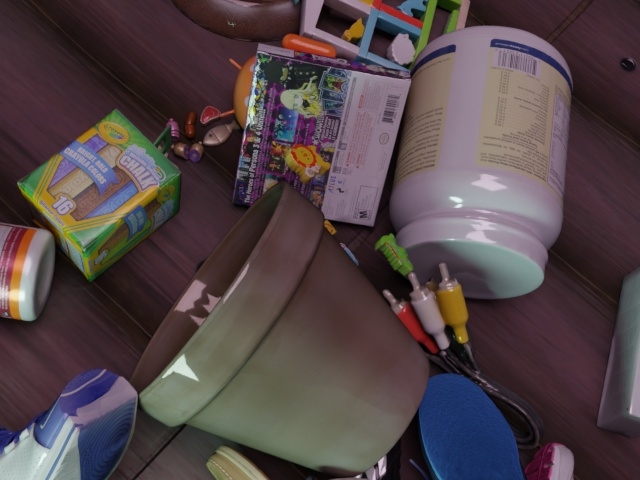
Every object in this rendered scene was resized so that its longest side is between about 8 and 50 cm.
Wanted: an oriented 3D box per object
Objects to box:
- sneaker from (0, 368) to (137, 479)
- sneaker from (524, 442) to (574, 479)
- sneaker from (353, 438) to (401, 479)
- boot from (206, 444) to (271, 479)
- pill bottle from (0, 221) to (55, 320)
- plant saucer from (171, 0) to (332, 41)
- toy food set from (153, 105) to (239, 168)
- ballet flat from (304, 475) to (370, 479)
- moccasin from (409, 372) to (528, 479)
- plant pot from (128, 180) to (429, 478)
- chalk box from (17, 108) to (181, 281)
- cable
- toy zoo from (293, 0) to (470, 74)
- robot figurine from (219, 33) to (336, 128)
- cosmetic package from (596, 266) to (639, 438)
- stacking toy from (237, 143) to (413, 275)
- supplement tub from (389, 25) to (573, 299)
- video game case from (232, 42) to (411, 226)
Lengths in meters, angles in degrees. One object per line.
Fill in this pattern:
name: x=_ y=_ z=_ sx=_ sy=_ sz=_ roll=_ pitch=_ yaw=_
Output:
sneaker: x=-0.345 y=0.256 z=1.017 sx=0.182 sy=0.315 sz=0.127 roll=37 pitch=25 yaw=18
sneaker: x=0.315 y=0.388 z=1.154 sx=0.111 sy=0.103 sz=0.252 roll=6 pitch=74 yaw=-10
sneaker: x=0.089 y=0.315 z=1.159 sx=0.121 sy=0.079 sz=0.217 roll=28 pitch=71 yaw=-4
boot: x=-0.108 y=0.399 z=1.079 sx=0.203 sy=0.095 sz=0.262 roll=-34 pitch=80 yaw=-19
pill bottle: x=-0.462 y=0.028 z=1.153 sx=0.221 sy=0.121 sz=0.121 roll=9 pitch=67 yaw=-4
plant saucer: x=-0.109 y=-0.463 z=1.453 sx=0.311 sy=0.050 sz=0.310 roll=3 pitch=67 yaw=-7
toy food set: x=-0.186 y=-0.159 z=1.330 sx=0.078 sy=0.019 sz=0.122 roll=44 pitch=68 yaw=9
ballet flat: x=0.064 y=0.320 z=1.065 sx=0.203 sy=0.074 sz=0.074 roll=17 pitch=66 yaw=-11
moccasin: x=0.192 y=0.328 z=1.113 sx=0.138 sy=0.117 sz=0.342 roll=-8 pitch=49 yaw=-11
plant pot: x=-0.033 y=0.137 z=1.107 sx=0.280 sy=0.323 sz=0.323 roll=37 pitch=66 yaw=-13
chalk box: x=-0.273 y=-0.073 z=1.220 sx=0.213 sy=0.132 sz=0.132 roll=-41 pitch=79 yaw=-20
cable: x=0.181 y=0.170 z=1.215 sx=0.072 sy=0.139 sz=0.287 roll=-29 pitch=90 yaw=-54
toy zoo: x=0.085 y=-0.355 z=1.419 sx=0.293 sy=0.030 sz=0.192 roll=22 pitch=65 yaw=-13
robot figurine: x=-0.032 y=-0.200 z=1.315 sx=0.219 sy=0.158 sz=0.128 roll=10 pitch=40 yaw=-6
cosmetic package: x=0.455 y=0.149 z=1.268 sx=0.060 sy=0.099 sz=0.239 roll=19 pitch=67 yaw=-1
stacking toy: x=0.000 y=0.000 z=1.207 sx=0.221 sy=0.167 sz=0.052 roll=49 pitch=45 yaw=6
supplement tub: x=0.222 y=-0.104 z=1.257 sx=0.235 sy=0.235 sz=0.325 roll=13 pitch=67 yaw=-4
video game case: x=-0.003 y=-0.141 z=1.253 sx=0.210 sy=0.232 sz=0.042 roll=9 pitch=30 yaw=-6
